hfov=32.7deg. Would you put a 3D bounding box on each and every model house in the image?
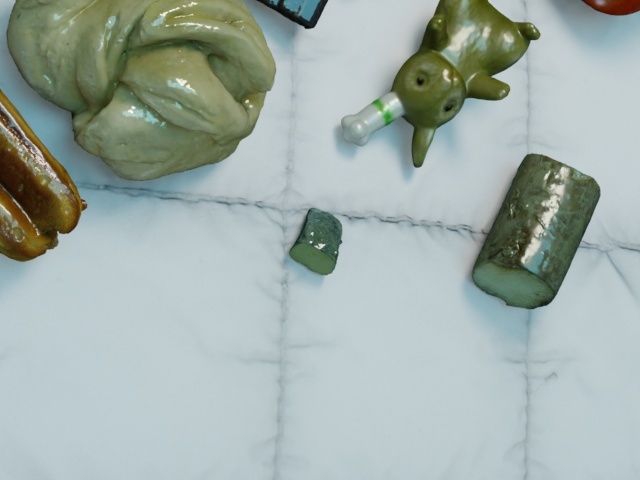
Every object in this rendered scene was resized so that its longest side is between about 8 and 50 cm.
[{"bbox_3d":[0.000,0.000,1.753,0.078,0.066,0.083,28,52,-12],"label":"model house"}]

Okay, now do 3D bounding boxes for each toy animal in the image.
[{"bbox_3d":[0.208,-0.273,1.827,0.181,0.180,0.363,41,65,-11],"label":"toy animal"}]

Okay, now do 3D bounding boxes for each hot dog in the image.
[{"bbox_3d":[-0.466,-0.128,1.468,0.158,0.117,0.349,-42,102,-7],"label":"hot dog"}]

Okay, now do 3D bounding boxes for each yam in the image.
[{"bbox_3d":[0.382,-0.022,1.911,0.161,0.161,0.268,36,70,-21],"label":"yam"}]

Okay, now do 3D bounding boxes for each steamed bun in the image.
[{"bbox_3d":[-0.237,-0.260,1.556,0.325,0.230,0.372,-40,105,-24],"label":"steamed bun"}]

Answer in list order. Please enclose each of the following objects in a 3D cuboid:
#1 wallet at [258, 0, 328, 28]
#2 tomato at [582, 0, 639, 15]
[{"bbox_3d":[-0.012,-0.513,1.739,0.170,0.044,0.321,29,89,-3],"label":"wallet"},{"bbox_3d":[0.583,-0.585,2.018,0.293,0.290,0.325,46,66,-14],"label":"tomato"}]
